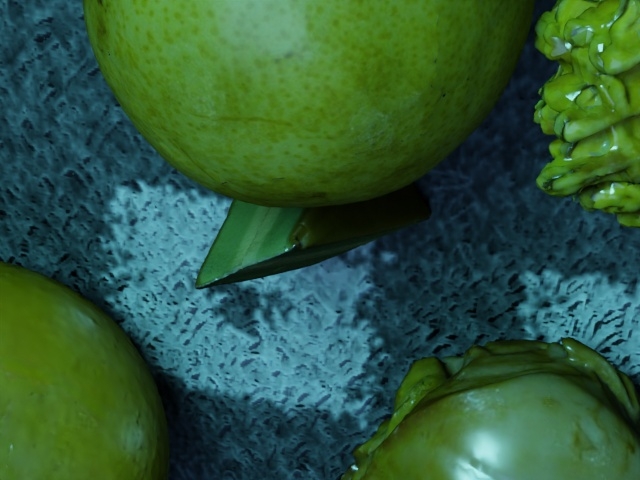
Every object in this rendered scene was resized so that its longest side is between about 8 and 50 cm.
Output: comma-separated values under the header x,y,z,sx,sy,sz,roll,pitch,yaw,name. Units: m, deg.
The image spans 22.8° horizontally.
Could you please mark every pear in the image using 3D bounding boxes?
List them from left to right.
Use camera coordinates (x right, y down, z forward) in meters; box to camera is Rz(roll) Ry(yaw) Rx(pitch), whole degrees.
x,y,z,sx,sy,sz,roll,pitch,yaw,name
-0.004,-0.111,0.710,0.208,0.209,0.209,9,128,12,pear

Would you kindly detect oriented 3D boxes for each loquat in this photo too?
x,y,z,sx,sy,sz,roll,pitch,yaw,name
-0.222,0.131,0.952,0.263,0.263,0.263,9,128,12,loquat

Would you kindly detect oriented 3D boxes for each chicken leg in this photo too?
x,y,z,sx,sy,sz,roll,pitch,yaw,name
0.143,0.211,0.961,0.409,0.182,0.295,35,139,-30,chicken leg

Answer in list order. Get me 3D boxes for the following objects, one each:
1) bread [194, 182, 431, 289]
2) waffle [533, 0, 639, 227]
x,y,z,sx,sy,sz,roll,pitch,yaw,name
-0.001,0.003,0.837,0.074,0.139,0.084,-22,116,28,bread
0.189,-0.087,0.722,0.197,0.070,0.193,4,118,-26,waffle
